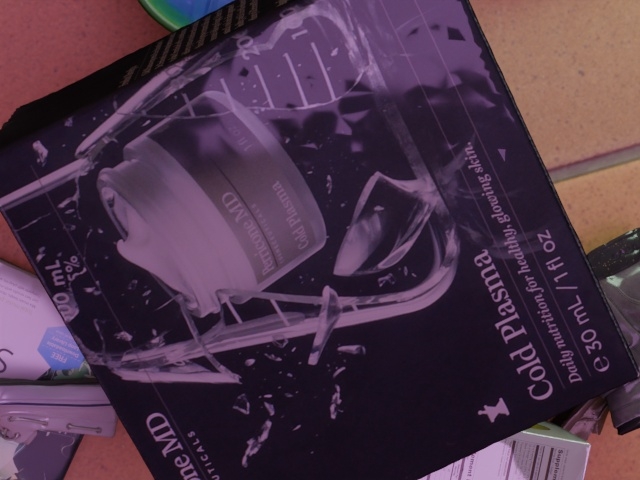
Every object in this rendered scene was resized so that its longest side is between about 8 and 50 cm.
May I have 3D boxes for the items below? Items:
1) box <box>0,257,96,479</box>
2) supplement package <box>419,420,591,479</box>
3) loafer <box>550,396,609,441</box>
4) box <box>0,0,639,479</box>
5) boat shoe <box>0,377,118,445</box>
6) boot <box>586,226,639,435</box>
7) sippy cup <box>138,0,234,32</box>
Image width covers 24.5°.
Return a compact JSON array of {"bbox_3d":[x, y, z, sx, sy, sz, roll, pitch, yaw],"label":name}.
[{"bbox_3d":[-0.391,0.191,1.756,0.232,0.058,0.322,24,90,-10],"label":"box"},{"bbox_3d":[0.153,0.298,1.785,0.263,0.199,0.198,12,91,-10],"label":"supplement package"},{"bbox_3d":[0.344,0.219,1.889,0.050,0.056,0.148,44,90,-14],"label":"loafer"},{"bbox_3d":[-0.007,-0.006,1.495,0.472,0.297,0.480,-26,105,6],"label":"box"},{"bbox_3d":[-0.341,0.199,1.695,0.226,0.083,0.075,1,92,-11],"label":"boat shoe"},{"bbox_3d":[0.322,0.146,1.816,0.338,0.118,0.222,-27,79,-6],"label":"boot"},{"bbox_3d":[-0.116,-0.330,1.686,0.240,0.224,0.305,-9,95,-8],"label":"sippy cup"}]
